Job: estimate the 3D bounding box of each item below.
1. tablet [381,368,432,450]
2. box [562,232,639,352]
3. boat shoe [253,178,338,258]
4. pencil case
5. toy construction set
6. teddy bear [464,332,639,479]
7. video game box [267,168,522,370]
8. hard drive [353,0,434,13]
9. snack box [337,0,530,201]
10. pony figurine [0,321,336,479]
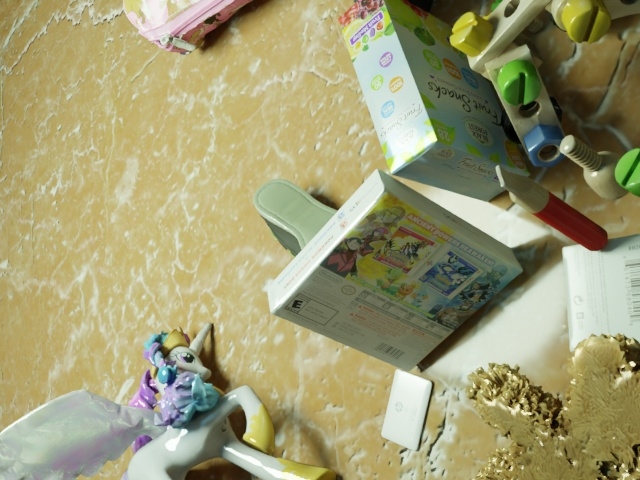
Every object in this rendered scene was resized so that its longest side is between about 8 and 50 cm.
[{"bbox_3d":[0.101,0.198,0.874,0.054,0.006,0.083,13,89,44],"label":"tablet"},{"bbox_3d":[0.287,0.052,0.677,0.102,0.087,0.101,-12,73,42],"label":"box"},{"bbox_3d":[0.000,0.000,0.970,0.081,0.068,0.228,-39,51,-12],"label":"boat shoe"},{"bbox_3d":[-0.126,-0.419,1.111,0.386,0.160,0.167,-20,92,38],"label":"pencil case"},{"bbox_3d":[0.195,-0.175,0.638,0.257,0.237,0.308,-16,56,51],"label":"toy construction set"},{"bbox_3d":[0.228,0.225,0.680,0.245,0.113,0.337,31,116,41],"label":"teddy bear"},{"bbox_3d":[0.079,0.041,0.792,0.187,0.205,0.048,-45,35,27],"label":"video game box"},{"bbox_3d":[0.115,-0.373,0.878,0.054,0.172,0.254,17,91,20],"label":"hard drive"},{"bbox_3d":[0.124,-0.156,0.812,0.070,0.175,0.207,-34,60,37],"label":"snack box"},{"bbox_3d":[-0.211,0.298,0.996,0.351,0.302,0.363,-43,44,-12],"label":"pony figurine"}]
